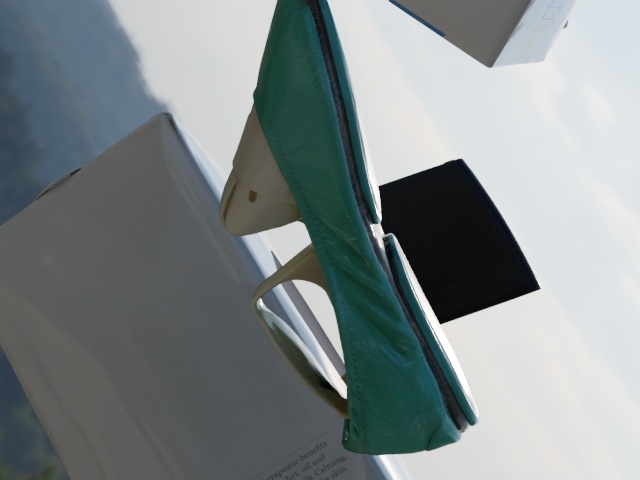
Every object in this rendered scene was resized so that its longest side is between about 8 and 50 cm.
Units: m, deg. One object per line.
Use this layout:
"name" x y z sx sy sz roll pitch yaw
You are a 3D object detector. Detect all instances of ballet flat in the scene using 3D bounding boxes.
"ballet flat" 0.000 0.000 0.895 0.083 0.087 0.247 -98 168 -73

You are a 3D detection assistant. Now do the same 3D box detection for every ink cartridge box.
"ink cartridge box" 0.129 -0.186 1.321 0.092 0.090 0.143 35 19 15

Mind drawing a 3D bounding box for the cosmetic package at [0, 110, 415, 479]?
"cosmetic package" -0.081 0.118 1.317 0.366 0.197 0.155 60 6 24

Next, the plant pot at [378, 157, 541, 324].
"plant pot" 0.118 0.008 2.065 0.188 0.187 0.167 161 -91 -87
